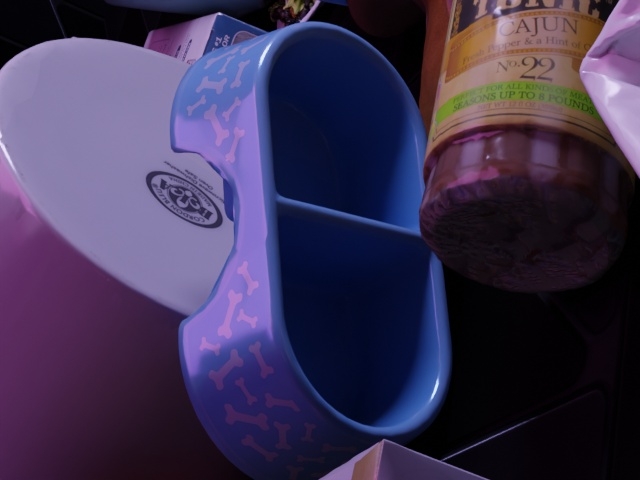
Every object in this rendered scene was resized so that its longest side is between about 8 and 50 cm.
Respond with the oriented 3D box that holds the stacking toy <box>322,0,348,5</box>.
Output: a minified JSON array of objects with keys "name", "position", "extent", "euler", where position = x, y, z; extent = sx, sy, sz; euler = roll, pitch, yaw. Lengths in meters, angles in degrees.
[{"name":"stacking toy","position":[0.013,-0.315,1.266],"extent":[0.302,0.175,0.166],"euler":[-89,10,-72]}]

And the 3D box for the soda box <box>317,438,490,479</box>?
[{"name":"soda box","position":[0.087,0.132,0.403],"extent":[0.069,0.216,0.074],"euler":[-43,30,52]}]

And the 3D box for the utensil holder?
[{"name":"utensil holder","position":[-0.182,0.092,1.055],"extent":[0.385,0.327,0.327],"euler":[-54,22,31]}]

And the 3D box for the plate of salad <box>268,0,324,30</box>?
[{"name":"plate of salad","position":[-0.007,-0.304,1.466],"extent":[0.200,0.048,0.200],"euler":[-53,23,35]}]

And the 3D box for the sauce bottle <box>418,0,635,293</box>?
[{"name":"sauce bottle","position":[0.127,-0.142,0.787],"extent":[0.111,0.111,0.344],"euler":[-42,32,53]}]

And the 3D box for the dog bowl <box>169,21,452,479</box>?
[{"name":"dog bowl","position":[0.000,0.000,0.855],"extent":[0.074,0.166,0.297],"euler":[-29,58,45]}]

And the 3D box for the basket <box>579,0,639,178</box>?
[{"name":"basket","position":[0.186,-0.057,0.534],"extent":[0.113,0.103,0.167],"euler":[-59,19,24]}]

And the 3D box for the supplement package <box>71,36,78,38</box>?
[{"name":"supplement package","position":[-0.211,-0.130,1.410],"extent":[0.105,0.105,0.179],"euler":[-66,19,6]}]

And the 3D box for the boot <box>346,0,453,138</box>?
[{"name":"boot","position":[0.089,-0.132,0.987],"extent":[0.264,0.096,0.280],"euler":[-38,44,51]}]

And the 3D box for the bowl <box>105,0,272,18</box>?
[{"name":"bowl","position":[-0.097,-0.365,1.530],"extent":[0.311,0.163,0.311],"euler":[-64,-2,-4]}]

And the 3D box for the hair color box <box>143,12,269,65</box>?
[{"name":"hair color box","position":[-0.138,-0.143,1.550],"extent":[0.174,0.105,0.347],"euler":[-70,18,-1]}]
